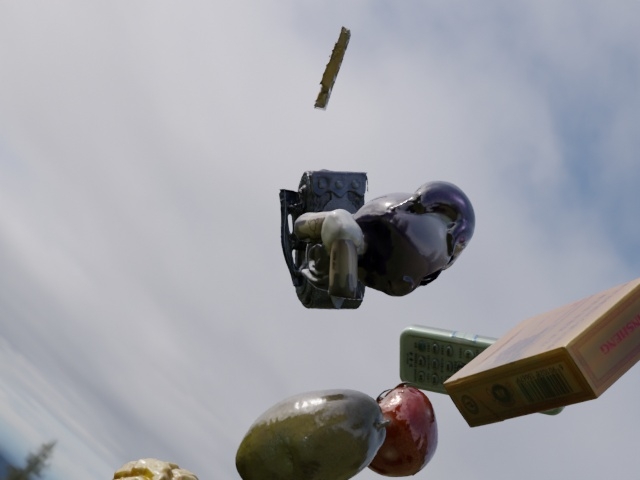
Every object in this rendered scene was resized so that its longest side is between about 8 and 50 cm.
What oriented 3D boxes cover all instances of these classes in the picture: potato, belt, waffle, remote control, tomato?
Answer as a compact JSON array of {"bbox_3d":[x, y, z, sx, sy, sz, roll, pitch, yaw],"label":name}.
[{"bbox_3d":[-0.009,0.306,1.668,0.251,0.174,0.159,-21,-86,21],"label":"potato"},{"bbox_3d":[0.001,0.000,1.705,0.128,0.218,0.122,-1,-4,-19],"label":"belt"},{"bbox_3d":[0.019,-0.273,1.750,0.021,0.135,0.092,19,4,0],"label":"waffle"},{"bbox_3d":[0.309,0.242,2.092,0.335,0.065,0.128,8,-74,29],"label":"remote control"},{"bbox_3d":[0.138,0.338,1.931,0.167,0.167,0.167,35,-21,16],"label":"tomato"}]

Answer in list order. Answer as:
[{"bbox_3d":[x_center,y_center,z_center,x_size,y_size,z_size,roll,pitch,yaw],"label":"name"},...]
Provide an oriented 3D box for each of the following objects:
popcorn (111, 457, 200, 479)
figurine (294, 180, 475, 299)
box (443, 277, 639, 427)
[{"bbox_3d":[-0.315,0.491,1.827,0.225,0.265,0.332,34,-4,25],"label":"popcorn"},{"bbox_3d":[0.089,-0.007,1.347,0.145,0.222,0.146,15,-72,56],"label":"figurine"},{"bbox_3d":[0.298,0.144,1.383,0.076,0.174,0.274,58,-30,1],"label":"box"}]
